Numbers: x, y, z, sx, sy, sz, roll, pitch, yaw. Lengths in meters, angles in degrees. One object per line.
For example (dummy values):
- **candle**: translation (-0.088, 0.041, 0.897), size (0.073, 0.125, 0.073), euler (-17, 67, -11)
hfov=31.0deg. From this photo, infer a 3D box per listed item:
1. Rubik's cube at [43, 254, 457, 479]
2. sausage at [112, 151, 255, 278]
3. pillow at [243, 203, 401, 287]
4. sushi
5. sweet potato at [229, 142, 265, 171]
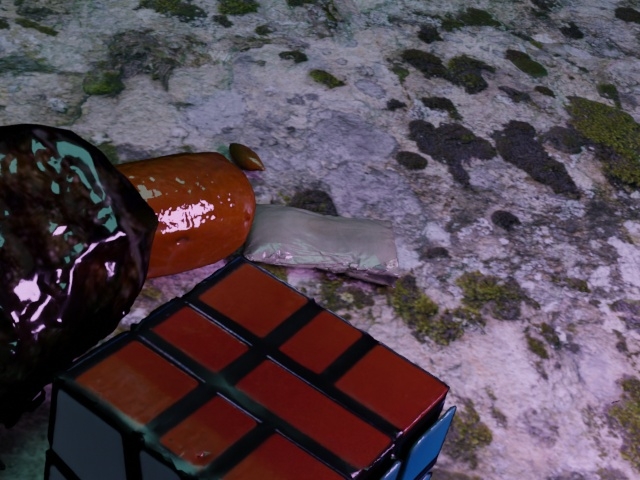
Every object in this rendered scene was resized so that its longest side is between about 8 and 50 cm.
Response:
- **Rubik's cube**: translation (-0.077, 0.236, 1.129), size (0.294, 0.288, 0.283), euler (31, 38, 25)
- **sausage**: translation (-0.209, -0.037, 1.556), size (0.268, 0.153, 0.141), euler (-13, 54, -32)
- **pillow**: translation (0.000, 0.000, 1.671), size (0.230, 0.050, 0.148), euler (10, 30, -6)
- **sushi**: translation (-0.370, 0.050, 1.265), size (0.281, 0.299, 0.294), euler (35, 42, 4)
- **sweet potato**: translation (-0.120, -0.131, 1.817), size (0.034, 0.034, 0.095), euler (-16, 36, -35)
